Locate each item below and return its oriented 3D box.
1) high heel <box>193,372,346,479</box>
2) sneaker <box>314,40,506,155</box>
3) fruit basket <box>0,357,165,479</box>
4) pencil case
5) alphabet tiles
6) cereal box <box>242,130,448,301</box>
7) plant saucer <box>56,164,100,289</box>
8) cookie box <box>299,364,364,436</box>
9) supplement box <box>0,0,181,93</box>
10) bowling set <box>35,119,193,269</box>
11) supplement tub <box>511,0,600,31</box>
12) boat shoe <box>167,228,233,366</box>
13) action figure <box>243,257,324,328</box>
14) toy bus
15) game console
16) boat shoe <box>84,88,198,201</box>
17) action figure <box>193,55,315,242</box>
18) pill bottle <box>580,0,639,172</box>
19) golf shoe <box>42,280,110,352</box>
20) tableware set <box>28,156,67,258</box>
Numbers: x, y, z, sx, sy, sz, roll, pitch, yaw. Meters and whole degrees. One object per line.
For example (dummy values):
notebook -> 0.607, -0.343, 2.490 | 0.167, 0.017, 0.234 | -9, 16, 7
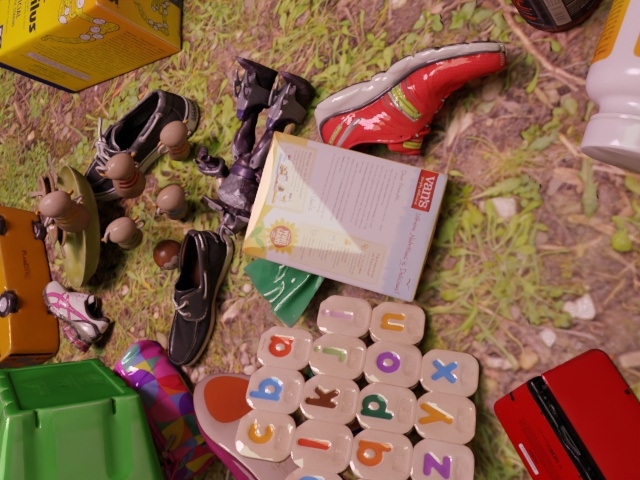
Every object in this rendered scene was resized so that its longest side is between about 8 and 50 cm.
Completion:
high heel -> -0.067, 0.334, 0.845 | 0.377, 0.127, 0.181 | 32, 137, 50
sneaker -> 0.125, -0.176, 0.810 | 0.279, 0.107, 0.118 | -20, 90, 34
fruit basket -> -0.366, 0.386, 0.904 | 0.392, 0.283, 0.391 | 5, 96, 59
pencil case -> -0.251, 0.271, 0.971 | 0.236, 0.104, 0.104 | 46, 108, 33
alphabet tiles -> 0.047, 0.201, 0.732 | 0.278, 0.021, 0.284 | 6, 58, 10
cereal box -> 0.032, -0.033, 0.804 | 0.240, 0.047, 0.172 | 17, 91, 9
plant saucer -> -0.468, -0.027, 1.165 | 0.241, 0.037, 0.240 | 15, 108, 55
cookie box -> 0.014, 0.214, 0.804 | 0.040, 0.092, 0.107 | -37, 63, 27
supplement box -> -0.464, -0.450, 1.183 | 0.357, 0.195, 0.194 | -8, 78, 33
bowling set -> -0.284, -0.054, 0.997 | 0.287, 0.154, 0.200 | -40, 88, -12
supplement tub -> 0.246, -0.321, 0.671 | 0.106, 0.198, 0.105 | -7, 77, 34
boat shoe -> -0.217, 0.095, 0.993 | 0.084, 0.079, 0.232 | 17, 93, 34
action figure -> 0.000, 0.000, 0.869 | 0.232, 0.063, 0.137 | -50, 57, 9
toy bus -> -0.645, 0.096, 1.268 | 0.130, 0.108, 0.332 | -33, 66, 28
game console -> 0.285, 0.215, 0.666 | 0.144, 0.085, 0.124 | 64, 147, 25
boat shoe -> -0.366, -0.175, 1.123 | 0.306, 0.105, 0.113 | -26, 68, 29
action figure -> -0.114, -0.131, 0.950 | 0.185, 0.099, 0.284 | 23, 99, 26
pill bottle -> 0.357, -0.197, 0.612 | 0.136, 0.136, 0.245 | 21, 94, 35
golf shoe -> -0.474, 0.133, 1.178 | 0.086, 0.067, 0.186 | -44, 59, -8
tableware set -> -0.548, -0.066, 1.209 | 0.194, 0.039, 0.128 | 54, 136, 37
